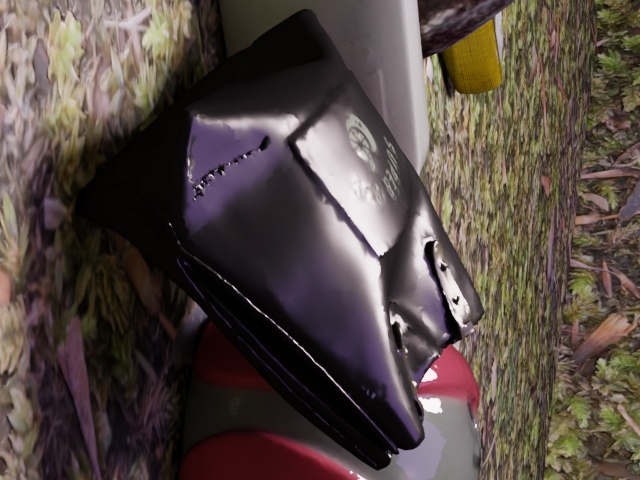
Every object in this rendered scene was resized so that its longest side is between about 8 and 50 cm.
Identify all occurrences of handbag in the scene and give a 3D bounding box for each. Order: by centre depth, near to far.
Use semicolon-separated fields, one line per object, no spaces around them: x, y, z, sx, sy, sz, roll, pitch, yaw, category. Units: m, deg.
0.000;0.000;1.232;0.288;0.152;0.342;51;27;-7;handbag

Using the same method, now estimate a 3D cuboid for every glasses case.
0.199;-0.286;2.315;0.234;0.079;0.064;71;17;-51;glasses case

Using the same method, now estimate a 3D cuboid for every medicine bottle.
0.001;-0.175;1.420;0.111;0.161;0.296;-66;151;-59;medicine bottle

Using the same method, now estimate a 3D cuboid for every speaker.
-0.001;0.184;1.404;0.294;0.294;0.294;1;90;-75;speaker

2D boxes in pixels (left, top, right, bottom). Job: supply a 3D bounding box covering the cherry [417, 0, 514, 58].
0.097;-0.297;1.630;0.218;0.296;0.255;51;38;-23;cherry
